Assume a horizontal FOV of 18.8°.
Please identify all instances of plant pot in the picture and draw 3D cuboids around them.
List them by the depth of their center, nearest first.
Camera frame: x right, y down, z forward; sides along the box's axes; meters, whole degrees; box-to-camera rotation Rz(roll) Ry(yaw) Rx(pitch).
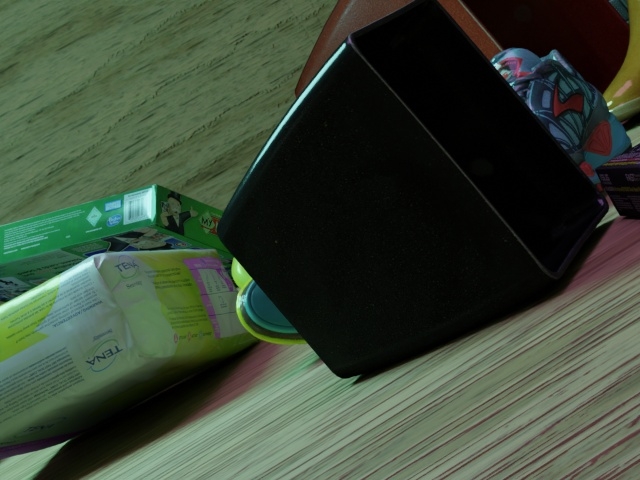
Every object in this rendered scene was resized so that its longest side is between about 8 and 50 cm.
[{"bbox_3d":[0.049,-0.021,1.228,0.167,0.188,0.187,-42,-1,24],"label":"plant pot"},{"bbox_3d":[0.137,-0.173,1.939,0.236,0.267,0.267,-41,-3,34],"label":"plant pot"}]

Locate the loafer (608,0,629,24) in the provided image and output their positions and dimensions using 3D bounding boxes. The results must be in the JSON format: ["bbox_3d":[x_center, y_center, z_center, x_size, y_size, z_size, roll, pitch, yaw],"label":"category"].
[{"bbox_3d":[0.325,-0.221,2.243,0.267,0.096,0.084,-32,-1,-4],"label":"loafer"}]

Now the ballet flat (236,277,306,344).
[{"bbox_3d":[0.029,0.030,1.455,0.231,0.077,0.077,-29,-18,-30],"label":"ballet flat"}]

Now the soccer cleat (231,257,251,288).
[{"bbox_3d":[0.001,0.000,1.968,0.289,0.093,0.121,-41,-19,-49],"label":"soccer cleat"}]

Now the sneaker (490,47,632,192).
[{"bbox_3d":[0.152,-0.080,1.470,0.104,0.125,0.262,-28,4,22],"label":"sneaker"}]

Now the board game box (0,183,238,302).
[{"bbox_3d":[-0.219,0.020,2.016,0.317,0.046,0.213,-13,-21,35],"label":"board game box"}]

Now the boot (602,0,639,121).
[{"bbox_3d":[0.305,-0.243,1.805,0.295,0.211,0.104,-33,5,-39],"label":"boot"}]

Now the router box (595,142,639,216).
[{"bbox_3d":[0.232,-0.052,1.204,0.092,0.038,0.122,-29,4,-4],"label":"router box"}]

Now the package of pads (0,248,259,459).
[{"bbox_3d":[-0.194,0.095,1.597,0.229,0.101,0.296,-28,-7,15],"label":"package of pads"}]
